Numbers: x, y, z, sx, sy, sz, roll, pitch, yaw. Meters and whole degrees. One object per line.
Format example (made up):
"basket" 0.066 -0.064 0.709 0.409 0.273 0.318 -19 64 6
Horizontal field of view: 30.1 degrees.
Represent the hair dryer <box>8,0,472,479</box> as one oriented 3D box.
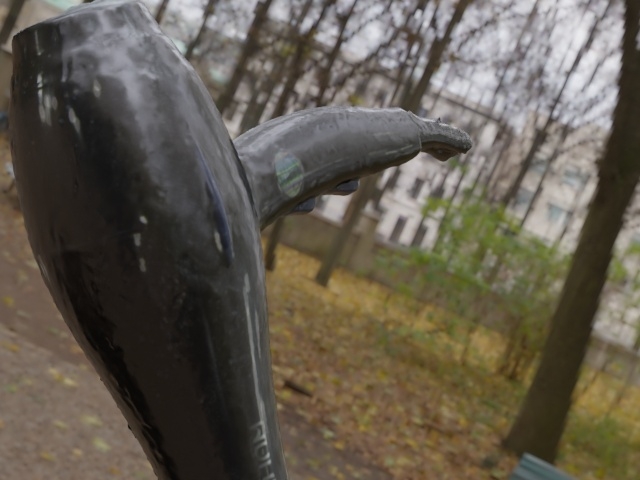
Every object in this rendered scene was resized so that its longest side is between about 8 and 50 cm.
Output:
"hair dryer" 0.000 0.000 0.432 0.075 0.195 0.219 -12 8 43
